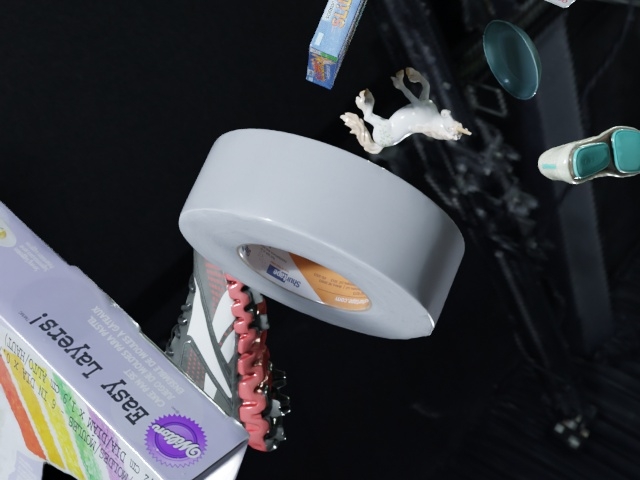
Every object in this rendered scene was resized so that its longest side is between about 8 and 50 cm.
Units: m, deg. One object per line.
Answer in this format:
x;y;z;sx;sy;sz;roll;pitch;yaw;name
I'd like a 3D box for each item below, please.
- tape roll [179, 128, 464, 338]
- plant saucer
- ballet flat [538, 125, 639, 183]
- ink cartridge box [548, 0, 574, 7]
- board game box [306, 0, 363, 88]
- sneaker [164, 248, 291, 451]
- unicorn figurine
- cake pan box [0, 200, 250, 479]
0.000;0.000;0.823;0.219;0.219;0.072;45;-117;-48;tape roll
0.271;-0.255;1.443;0.021;0.119;0.119;-29;-49;-16;plant saucer
0.298;-0.094;1.125;0.168;0.052;0.057;-8;-83;-41;ballet flat
0.342;-0.385;1.430;0.088;0.122;0.052;17;-119;-21;ink cartridge box
0.037;-0.289;1.207;0.136;0.035;0.201;111;180;-82;board game box
-0.113;0.093;1.075;0.098;0.135;0.276;-75;-20;-71;sneaker
0.114;-0.160;1.325;0.060;0.162;0.111;-33;-84;-53;unicorn figurine
-0.173;0.133;0.677;0.070;0.267;0.246;-33;-25;-40;cake pan box
